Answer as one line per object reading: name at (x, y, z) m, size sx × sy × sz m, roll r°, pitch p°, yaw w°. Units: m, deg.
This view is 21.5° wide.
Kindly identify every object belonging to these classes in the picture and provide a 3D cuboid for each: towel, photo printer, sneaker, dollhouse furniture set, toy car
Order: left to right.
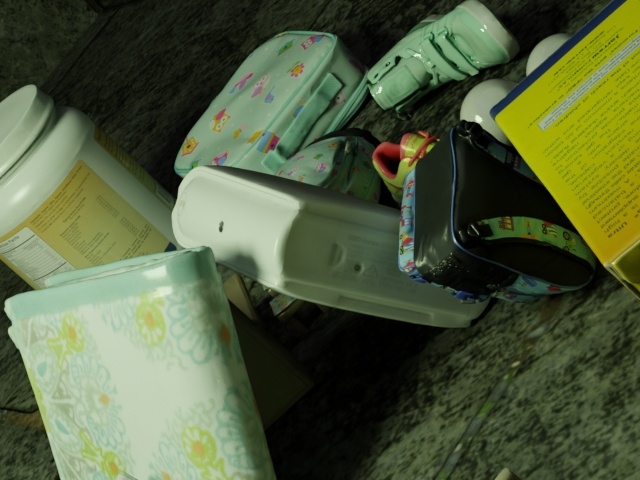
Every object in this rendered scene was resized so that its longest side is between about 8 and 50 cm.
towel at (-0.179, 0.179, 1.734) m, size 0.090 × 0.320 × 0.374 m, roll -21°, pitch 6°, yaw -35°
dollhouse furniture set at (-0.116, 0.095, 1.921) m, size 0.212 × 0.161 × 0.242 m, roll -43°, pitch 23°, yaw 7°
photo printer at (0.000, 0.000, 1.759) m, size 0.307 × 0.256 × 0.107 m, roll 21°, pitch 97°, yaw 62°
sneaker at (0.143, -0.211, 2.069) m, size 0.151 × 0.094 × 0.256 m, roll -44°, pitch 13°, yaw -12°
sneaker at (0.131, -0.083, 1.883) m, size 0.208 × 0.094 × 0.081 m, roll -10°, pitch 40°, yaw 52°
toy car at (0.239, -0.109, 1.711) m, size 0.182 × 0.159 × 0.136 m, roll -34°, pitch 64°, yaw 4°

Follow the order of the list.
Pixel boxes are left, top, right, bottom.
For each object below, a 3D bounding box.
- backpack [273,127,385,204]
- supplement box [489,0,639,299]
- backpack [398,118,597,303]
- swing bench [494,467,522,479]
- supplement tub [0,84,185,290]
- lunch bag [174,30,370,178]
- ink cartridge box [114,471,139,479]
backpack at (0.005, -0.050, 2.009) m, size 0.152 × 0.115 × 0.182 m, roll -36°, pitch 20°, yaw 27°
supplement box at (0.312, -0.051, 1.400) m, size 0.195 × 0.194 × 0.356 m, roll -42°, pitch 24°, yaw 9°
backpack at (0.175, -0.012, 1.608) m, size 0.117 × 0.173 × 0.158 m, roll -42°, pitch 37°, yaw 47°
swing bench at (0.153, 0.317, 1.116) m, size 0.253 × 0.165 × 0.255 m, roll -51°, pitch 18°, yaw -11°
supplement tub at (-0.349, -0.042, 2.341) m, size 0.228 × 0.316 × 0.228 m, roll -37°, pitch 24°, yaw 20°
lunch bag at (-0.065, -0.159, 2.321) m, size 0.279 × 0.108 × 0.224 m, roll -54°, pitch 29°, yaw -14°
ink cartridge box at (-0.269, 0.404, 1.648) m, size 0.261 × 0.066 × 0.296 m, roll -53°, pitch 8°, yaw 49°
